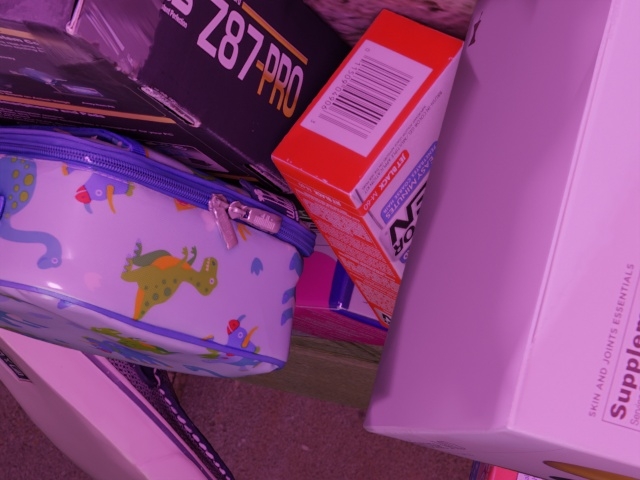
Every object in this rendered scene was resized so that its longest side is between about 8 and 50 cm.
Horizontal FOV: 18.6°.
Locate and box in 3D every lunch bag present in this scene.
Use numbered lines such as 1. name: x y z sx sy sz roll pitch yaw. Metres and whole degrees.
1. lunch bag: -0.124 0.001 0.934 0.176 0.090 0.219 21 169 -41

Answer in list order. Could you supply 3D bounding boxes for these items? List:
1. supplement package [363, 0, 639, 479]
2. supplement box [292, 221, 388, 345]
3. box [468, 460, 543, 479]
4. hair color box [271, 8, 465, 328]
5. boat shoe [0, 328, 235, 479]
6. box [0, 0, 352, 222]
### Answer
1. supplement package: 0.185 0.015 0.757 0.263 0.198 0.199 17 171 -11
2. supplement box: 0.000 0.000 1.244 0.114 0.111 0.220 21 170 -36
3. box: 0.170 0.131 1.161 0.154 0.300 0.142 14 170 0
4. hair color box: 0.049 -0.022 0.944 0.053 0.093 0.167 28 164 32
5. boat shoe: -0.130 0.037 1.221 0.127 0.158 0.340 7 142 54
6. box: -0.205 -0.114 0.946 0.395 0.097 0.318 11 172 23
